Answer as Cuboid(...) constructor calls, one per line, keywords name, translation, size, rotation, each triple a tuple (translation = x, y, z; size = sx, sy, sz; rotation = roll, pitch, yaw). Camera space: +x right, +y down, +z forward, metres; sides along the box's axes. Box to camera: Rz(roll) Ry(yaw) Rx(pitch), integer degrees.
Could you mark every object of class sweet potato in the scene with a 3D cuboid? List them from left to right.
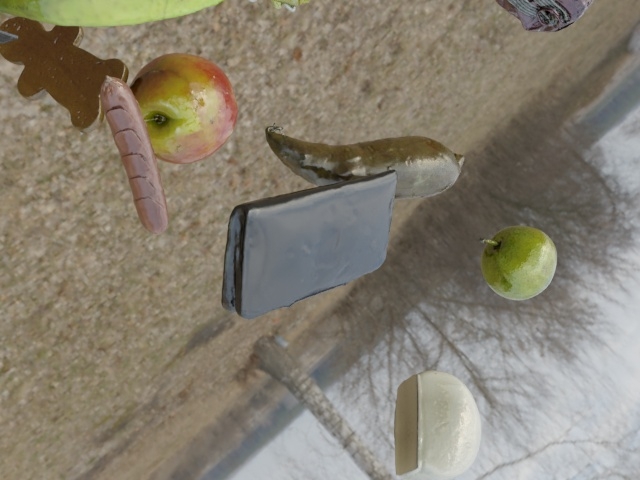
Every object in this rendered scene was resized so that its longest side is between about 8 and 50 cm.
Cuboid(name="sweet potato", translation=(0.095, -0.143, 1.331), size=(0.422, 0.130, 0.130), rotation=(2, 150, -22))

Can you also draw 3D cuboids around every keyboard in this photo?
Cuboid(name="keyboard", translation=(-0.709, -0.438, 1.451), size=(0.053, 0.010, 0.155), rotation=(-8, 177, 25))

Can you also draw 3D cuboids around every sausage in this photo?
Cuboid(name="sausage", translation=(-0.430, -0.194, 1.635), size=(0.088, 0.088, 0.433), rotation=(-36, 136, -32))

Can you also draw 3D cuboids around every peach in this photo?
Cuboid(name="peach", translation=(-0.439, -0.416, 2.214), size=(0.370, 0.370, 0.370), rotation=(-41, 171, -8))

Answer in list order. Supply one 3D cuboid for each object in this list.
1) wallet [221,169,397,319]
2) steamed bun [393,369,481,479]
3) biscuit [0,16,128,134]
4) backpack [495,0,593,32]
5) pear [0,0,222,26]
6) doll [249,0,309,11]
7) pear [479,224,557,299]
Cuboid(name="wallet", translation=(0.000, 0.000, 1.129), size=(0.377, 0.051, 0.197), rotation=(-17, 123, -44))
Cuboid(name="steamed bun", translation=(0.264, 0.427, 1.569), size=(0.146, 0.164, 0.242), rotation=(128, -31, -57))
Cuboid(name="biscuit", translation=(-0.789, -0.530, 2.105), size=(0.283, 0.432, 0.064), rotation=(-58, 172, -3))
Cuboid(name="backpack", translation=(0.496, -0.633, 1.625), size=(0.197, 0.317, 0.283), rotation=(-42, -164, -34))
Cuboid(name="pear", translation=(-0.248, -0.313, 0.670), size=(0.239, 0.288, 0.139), rotation=(-49, 161, -34))
Cuboid(name="doll", translation=(-0.102, -0.575, 1.567), size=(0.062, 0.162, 0.106), rotation=(-87, -175, -54))
Cuboid(name="pear", translation=(0.452, 0.038, 1.640), size=(0.180, 0.216, 0.166), rotation=(-52, -161, 1))
